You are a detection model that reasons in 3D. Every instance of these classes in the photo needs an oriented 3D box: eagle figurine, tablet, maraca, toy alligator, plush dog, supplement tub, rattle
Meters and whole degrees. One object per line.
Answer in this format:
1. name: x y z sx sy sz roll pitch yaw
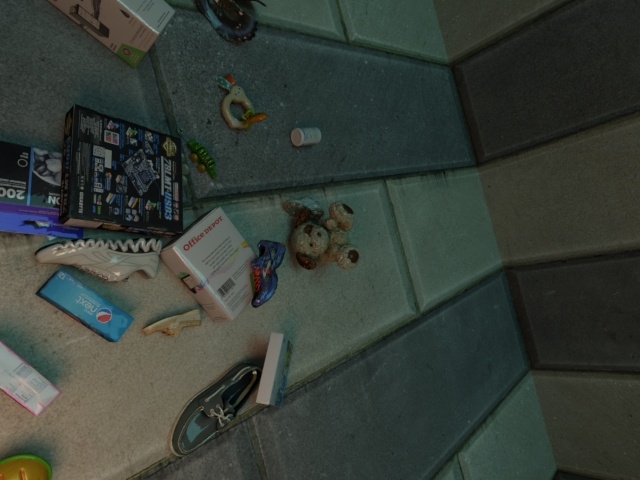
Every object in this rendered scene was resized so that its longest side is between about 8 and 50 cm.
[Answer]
1. eagle figurine: -0.331 -0.870 1.453 0.226 0.225 0.298 -38 148 -1
2. tablet: -0.662 -0.046 1.030 0.054 0.006 0.083 -39 107 -42
3. maraca: -0.642 0.515 0.850 0.185 0.099 0.127 -45 116 -13
4. toy alligator: -0.380 -0.280 1.319 0.190 0.051 0.056 56 49 -17
5. plush dog: 0.000 0.000 1.542 0.225 0.210 0.263 3 68 -23
6. supplement tub: -0.057 -0.406 1.638 0.107 0.071 0.071 -18 92 -45
7. rattle: -0.269 -0.487 1.420 0.130 0.142 0.200 -10 92 -25

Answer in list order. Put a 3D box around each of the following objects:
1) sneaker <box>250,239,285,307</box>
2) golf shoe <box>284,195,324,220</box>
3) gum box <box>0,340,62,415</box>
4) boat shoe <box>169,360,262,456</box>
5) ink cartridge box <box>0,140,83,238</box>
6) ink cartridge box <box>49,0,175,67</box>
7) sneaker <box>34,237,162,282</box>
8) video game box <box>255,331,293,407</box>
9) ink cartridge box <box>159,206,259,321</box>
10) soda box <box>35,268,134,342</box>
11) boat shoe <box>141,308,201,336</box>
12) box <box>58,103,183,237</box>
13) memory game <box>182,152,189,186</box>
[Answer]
1. sneaker: -0.174 0.095 1.250 0.087 0.083 0.222 25 57 -24
2. golf shoe: -0.067 -0.133 1.580 0.176 0.069 0.086 17 48 -42
3. gum box: -0.647 0.290 0.890 0.188 0.107 0.062 54 50 -19
4. boat shoe: -0.285 0.466 1.188 0.319 0.099 0.116 -42 107 -41
5. ink cartridge box: -0.670 -0.117 1.007 0.206 0.045 0.209 7 73 -44
6. ink cartridge box: -0.568 -0.639 1.133 0.272 0.198 0.115 36 59 -31
7. sneaker: -0.543 0.051 1.056 0.291 0.110 0.119 0 88 -42
8. video game box: -0.137 0.405 1.306 0.187 0.048 0.205 71 27 -64
9. ink cartridge box: -0.308 0.072 1.251 0.278 0.117 0.201 56 49 -19
10. soda box: -0.569 0.162 1.022 0.210 0.067 0.071 46 53 -25
11. boat shoe: -0.403 0.237 1.161 0.170 0.063 0.059 -13 83 -45
12. box: -0.511 -0.170 1.111 0.293 0.073 0.296 9 71 -49
13. memory game: -0.476 -0.217 1.241 0.186 0.012 0.187 13 71 -41
